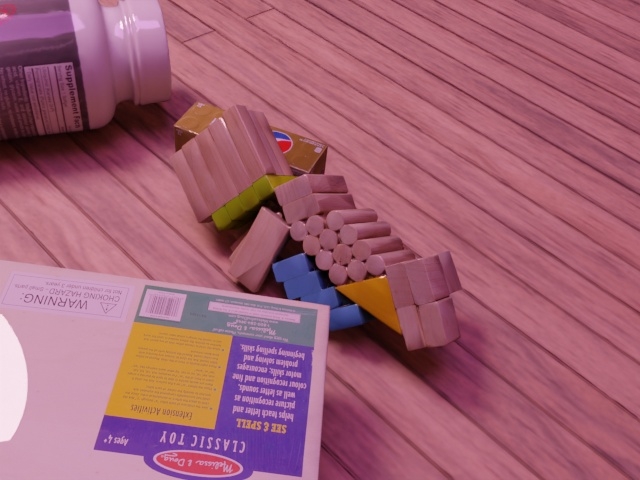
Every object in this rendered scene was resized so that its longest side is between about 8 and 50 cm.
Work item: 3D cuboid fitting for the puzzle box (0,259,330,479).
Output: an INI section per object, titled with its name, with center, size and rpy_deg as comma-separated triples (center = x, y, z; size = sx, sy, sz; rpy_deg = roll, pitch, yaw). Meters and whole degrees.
[puzzle box]
center = -0.199, 0.141, 0.569
size = 0.408, 0.052, 0.272
rpy_deg = 8, 45, -2

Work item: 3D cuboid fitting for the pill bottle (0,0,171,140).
[pill bottle]
center = -0.350, -0.215, 0.907
size = 0.318, 0.176, 0.176
rpy_deg = -10, 47, -17

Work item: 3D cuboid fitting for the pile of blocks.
[pile of blocks]
center = 0.000, 0.000, 0.798
size = 0.362, 0.149, 0.112
rpy_deg = 41, 21, 21

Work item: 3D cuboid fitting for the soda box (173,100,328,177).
[soda box]
center = -0.086, -0.106, 0.913
size = 0.181, 0.058, 0.061
rpy_deg = 20, 46, 13
